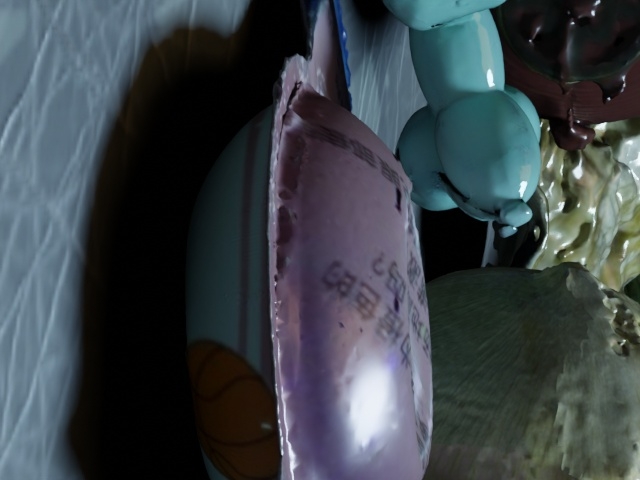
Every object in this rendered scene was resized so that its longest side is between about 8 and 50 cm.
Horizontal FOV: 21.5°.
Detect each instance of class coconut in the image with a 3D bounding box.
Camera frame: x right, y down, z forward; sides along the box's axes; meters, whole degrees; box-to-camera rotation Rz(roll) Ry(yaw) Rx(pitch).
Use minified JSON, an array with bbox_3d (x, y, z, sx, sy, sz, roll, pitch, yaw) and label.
[{"bbox_3d":[0.099,0.096,0.798,0.194,0.194,0.194,6,90,-74],"label":"coconut"}]

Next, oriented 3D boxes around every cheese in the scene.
[{"bbox_3d":[0.000,0.000,0.601,0.189,0.074,0.286,80,9,-48],"label":"cheese"}]

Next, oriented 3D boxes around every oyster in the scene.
[{"bbox_3d":[0.159,-0.035,0.988,0.238,0.115,0.351,-59,156,-79],"label":"oyster"}]

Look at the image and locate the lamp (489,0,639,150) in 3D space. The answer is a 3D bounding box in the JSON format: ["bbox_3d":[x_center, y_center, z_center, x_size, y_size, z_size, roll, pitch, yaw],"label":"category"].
[{"bbox_3d":[0.123,-0.151,0.776,0.258,0.180,0.180,-70,160,-59],"label":"lamp"}]

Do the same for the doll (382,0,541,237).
[{"bbox_3d":[0.048,-0.080,0.640,0.158,0.059,0.159,79,-6,-46],"label":"doll"}]

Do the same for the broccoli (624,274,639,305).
[{"bbox_3d":[0.261,0.039,1.204,0.375,0.249,0.302,-54,149,-52],"label":"broccoli"}]
